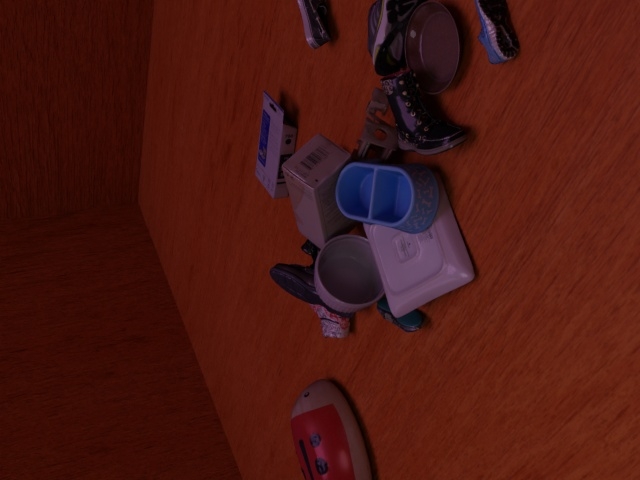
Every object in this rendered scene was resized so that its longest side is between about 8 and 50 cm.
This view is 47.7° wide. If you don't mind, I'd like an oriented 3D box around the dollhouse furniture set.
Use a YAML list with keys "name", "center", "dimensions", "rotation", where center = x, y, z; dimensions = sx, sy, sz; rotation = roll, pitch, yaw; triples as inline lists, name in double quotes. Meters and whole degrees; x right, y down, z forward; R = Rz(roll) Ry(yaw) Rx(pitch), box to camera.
- name: "dollhouse furniture set"
  center: [0.150, -0.269, 1.848]
  dimensions: [0.182, 0.101, 0.161]
  rotation: [116, 170, -68]

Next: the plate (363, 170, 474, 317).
- name: "plate"
  center: [0.216, 0.014, 1.733]
  dimensions: [0.278, 0.045, 0.277]
  rotation: [-34, 64, 44]

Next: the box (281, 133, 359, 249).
- name: "box"
  center: [0.007, -0.119, 1.932]
  dimensions: [0.121, 0.148, 0.311]
  rotation: [37, 158, 26]

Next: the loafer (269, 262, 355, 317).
- name: "loafer"
  center: [-0.008, 0.132, 2.137]
  dimensions: [0.302, 0.095, 0.109]
  rotation: [23, 146, 27]

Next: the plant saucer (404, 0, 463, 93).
- name: "plant saucer"
  center: [0.255, -0.424, 1.593]
  dimensions: [0.198, 0.036, 0.199]
  rotation: [34, 131, 53]

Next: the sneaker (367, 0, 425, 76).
- name: "sneaker"
  center: [0.161, -0.537, 1.670]
  dimensions: [0.121, 0.111, 0.300]
  rotation: [-120, 34, -41]

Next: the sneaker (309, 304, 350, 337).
- name: "sneaker"
  center: [0.006, 0.221, 2.265]
  dimensions: [0.270, 0.090, 0.145]
  rotation: [17, 112, 58]

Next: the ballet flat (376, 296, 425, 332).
- name: "ballet flat"
  center: [0.217, 0.203, 1.886]
  dimensions: [0.188, 0.070, 0.070]
  rotation: [34, 129, 58]

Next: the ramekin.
- name: "ramekin"
  center: [0.078, 0.098, 1.960]
  dimensions: [0.109, 0.207, 0.207]
  rotation: [115, 138, -63]

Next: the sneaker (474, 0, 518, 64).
- name: "sneaker"
  center: [0.328, -0.421, 1.423]
  dimensions: [0.073, 0.063, 0.162]
  rotation: [148, 110, -66]

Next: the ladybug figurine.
- name: "ladybug figurine"
  center: [0.025, 0.670, 2.306]
  dimensions: [0.450, 0.161, 0.305]
  rotation: [69, 151, 21]

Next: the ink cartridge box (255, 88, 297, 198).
- name: "ink cartridge box"
  center: [-0.147, -0.321, 2.410]
  dimensions: [0.165, 0.065, 0.333]
  rotation: [53, 145, 43]

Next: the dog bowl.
- name: "dog bowl"
  center: [0.147, -0.110, 1.723]
  dimensions: [0.297, 0.074, 0.166]
  rotation: [15, 101, 50]

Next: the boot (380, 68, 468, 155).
- name: "boot"
  center: [0.220, -0.287, 1.610]
  dimensions: [0.236, 0.085, 0.179]
  rotation: [22, 137, 64]

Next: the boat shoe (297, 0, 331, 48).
- name: "boat shoe"
  center: [-0.013, -0.645, 2.027]
  dimensions: [0.070, 0.077, 0.220]
  rotation: [-20, 75, 29]

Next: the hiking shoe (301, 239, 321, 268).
- name: "hiking shoe"
  center: [0.000, 0.000, 2.170]
  dimensions: [0.086, 0.114, 0.227]
  rotation: [19, 116, 60]
